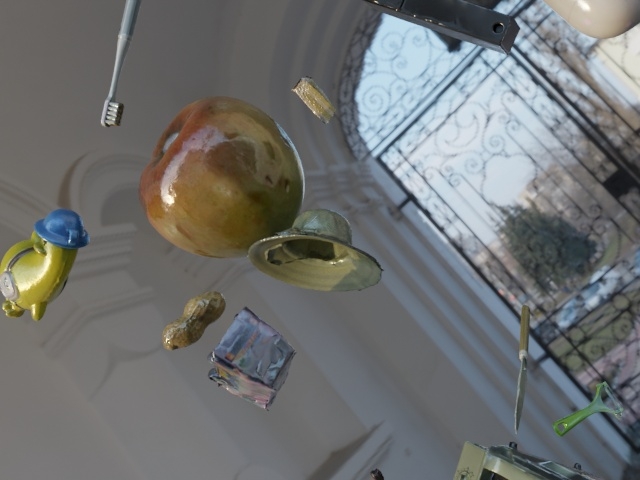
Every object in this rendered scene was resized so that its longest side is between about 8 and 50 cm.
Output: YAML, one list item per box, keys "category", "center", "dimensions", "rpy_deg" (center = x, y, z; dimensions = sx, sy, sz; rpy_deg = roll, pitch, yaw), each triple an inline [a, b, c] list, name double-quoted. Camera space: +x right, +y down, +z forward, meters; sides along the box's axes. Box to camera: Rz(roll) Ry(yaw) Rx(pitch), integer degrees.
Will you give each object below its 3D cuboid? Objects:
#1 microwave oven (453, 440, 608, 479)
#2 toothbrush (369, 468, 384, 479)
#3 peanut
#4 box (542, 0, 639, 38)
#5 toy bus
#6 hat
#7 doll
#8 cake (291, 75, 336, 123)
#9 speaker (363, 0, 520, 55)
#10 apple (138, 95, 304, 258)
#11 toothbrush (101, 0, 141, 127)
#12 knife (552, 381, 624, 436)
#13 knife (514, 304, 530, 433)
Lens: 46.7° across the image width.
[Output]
- category: "microwave oven"
  center: [0.392, 0.466, 1.148]
  dimensions: [0.355, 0.286, 0.219]
  rpy_deg: [4, 75, 69]
- category: "toothbrush"
  center: [0.167, 0.592, 1.524]
  dimensions: [0.040, 0.364, 0.041]
  rpy_deg: [-19, 29, 11]
- category: "peanut"
  center: [-0.320, 0.200, 1.863]
  dimensions: [0.193, 0.089, 0.089]
  rpy_deg: [-45, -9, -16]
- category: "box"
  center: [0.507, -0.547, 1.378]
  dimensions: [0.288, 0.349, 0.141]
  rpy_deg: [-35, -22, -12]
- category: "toy bus"
  center: [-0.122, 0.223, 1.331]
  dimensions: [0.112, 0.138, 0.317]
  rpy_deg: [-56, -7, -18]
- category: "hat"
  center: [0.000, 0.000, 1.349]
  dimensions: [0.252, 0.252, 0.110]
  rpy_deg: [115, 166, -65]
- category: "doll"
  center: [-0.584, 0.061, 1.564]
  dimensions: [0.145, 0.200, 0.363]
  rpy_deg: [2, -25, -41]
- category: "cake"
  center: [-0.007, -0.344, 1.820]
  dimensions: [0.052, 0.121, 0.065]
  rpy_deg: [-43, -3, 18]
- category: "speaker"
  center: [0.171, -0.325, 1.059]
  dimensions: [0.082, 0.218, 0.044]
  rpy_deg: [-4, -62, -66]
- category: "apple"
  center: [-0.193, -0.127, 1.551]
  dimensions: [0.338, 0.305, 0.339]
  rpy_deg: [-43, 29, 31]
- category: "toothbrush"
  center: [-0.309, -0.350, 1.202]
  dimensions: [0.025, 0.030, 0.342]
  rpy_deg: [18, -98, -71]
- category: "knife"
  center: [0.543, 0.357, 1.520]
  dimensions: [0.166, 0.078, 0.023]
  rpy_deg: [-24, -23, -18]
- category: "knife"
  center: [0.388, 0.241, 1.417]
  dimensions: [0.017, 0.047, 0.298]
  rpy_deg: [-4, 39, 22]
